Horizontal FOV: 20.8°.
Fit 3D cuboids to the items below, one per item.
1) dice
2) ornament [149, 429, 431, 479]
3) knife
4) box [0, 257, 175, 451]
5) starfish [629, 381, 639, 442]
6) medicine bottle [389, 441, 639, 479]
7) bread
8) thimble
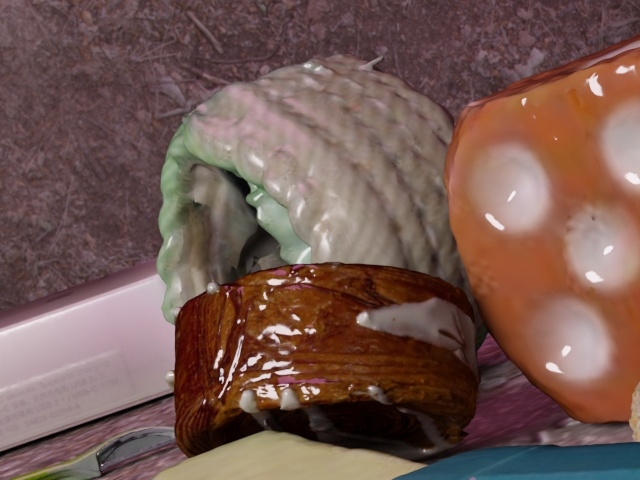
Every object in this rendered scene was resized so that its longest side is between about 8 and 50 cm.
[{"bbox_3d":[0.183,-0.017,0.862,0.175,0.179,0.174,-21,4,39],"label":"dice"},{"bbox_3d":[-0.011,0.128,0.716,0.180,0.059,0.201,-17,8,7],"label":"ornament"},{"bbox_3d":[-0.170,0.154,1.158,0.184,0.022,0.026,-19,31,-9],"label":"knife"},{"bbox_3d":[-0.229,0.103,1.464,0.251,0.106,0.203,-18,4,-2],"label":"box"},{"bbox_3d":[0.257,0.020,0.587,0.312,0.113,0.303,-18,5,44],"label":"starfish"},{"bbox_3d":[0.105,0.096,0.477,0.124,0.079,0.258,-19,5,-43],"label":"medicine bottle"},{"bbox_3d":[0.002,0.066,0.860,0.160,0.073,0.160,-5,-21,-2],"label":"bread"},{"bbox_3d":[0.000,0.000,1.069,0.150,0.219,0.219,-22,6,-40],"label":"thimble"}]
